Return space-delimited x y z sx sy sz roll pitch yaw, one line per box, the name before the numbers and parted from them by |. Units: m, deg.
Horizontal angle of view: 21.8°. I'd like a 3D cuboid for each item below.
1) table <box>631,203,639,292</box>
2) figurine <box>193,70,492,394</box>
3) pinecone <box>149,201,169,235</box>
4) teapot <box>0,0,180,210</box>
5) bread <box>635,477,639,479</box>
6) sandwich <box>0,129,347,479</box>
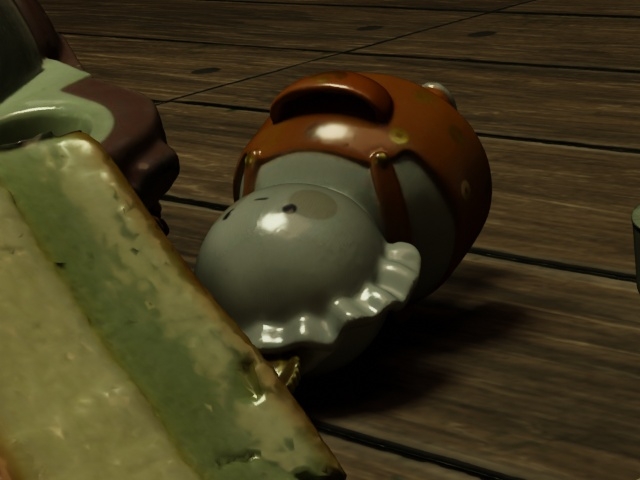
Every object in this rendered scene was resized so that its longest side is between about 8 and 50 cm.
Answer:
table | 0.239 0.003 0.912 0.133 0.043 0.133 -5 16 2
figurine | 0.004 0.006 0.872 0.143 0.143 0.271 2 51 25
pinecone | -0.135 -0.003 0.972 0.102 0.102 0.109 -11 20 -17
teapot | -0.242 -0.035 0.826 0.312 0.233 0.315 -28 36 -32
bread | 0.159 0.107 0.526 0.149 0.073 0.122 -9 14 -11
sandwich | -0.114 0.117 0.546 0.155 0.227 0.198 -16 54 -37
